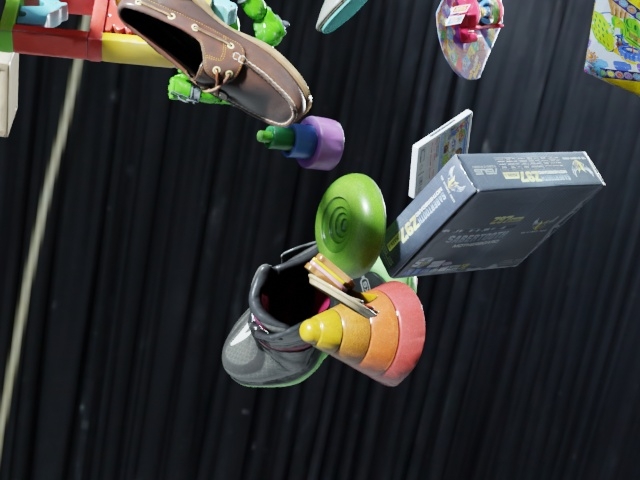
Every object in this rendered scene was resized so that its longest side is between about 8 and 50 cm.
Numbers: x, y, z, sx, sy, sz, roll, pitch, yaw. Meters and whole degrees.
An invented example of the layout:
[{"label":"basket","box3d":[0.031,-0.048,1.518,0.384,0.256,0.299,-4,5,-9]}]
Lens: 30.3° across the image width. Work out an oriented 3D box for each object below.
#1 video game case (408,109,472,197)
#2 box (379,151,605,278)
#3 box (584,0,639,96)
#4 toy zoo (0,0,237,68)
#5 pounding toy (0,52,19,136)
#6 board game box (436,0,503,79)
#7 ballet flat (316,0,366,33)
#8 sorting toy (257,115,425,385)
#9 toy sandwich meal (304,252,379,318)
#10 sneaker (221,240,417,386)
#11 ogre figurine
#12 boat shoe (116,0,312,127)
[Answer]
[{"label":"video game case","box3d":[0.167,-0.121,1.640,0.011,0.087,0.122,31,48,31]},{"label":"box","box3d":[0.206,-0.032,1.436,0.232,0.183,0.059,-5,58,-39]},{"label":"box","box3d":[0.444,-0.334,1.277,0.177,0.279,0.290,28,62,21]},{"label":"toy zoo","box3d":[-0.236,-0.259,1.260,0.293,0.030,0.192,5,44,-6]},{"label":"pounding toy","box3d":[-0.525,-0.268,1.676,0.181,0.206,0.094,8,39,-7]},{"label":"board game box","box3d":[0.211,-0.294,1.546,0.033,0.169,0.133,5,-32,38]},{"label":"ballet flat","box3d":[0.065,-0.390,1.716,0.068,0.213,0.072,54,13,11]},{"label":"sorting toy","box3d":[0.000,0.000,1.376,0.126,0.127,0.365,4,54,-33]},{"label":"toy sandwich meal","box3d":[0.023,0.045,1.137,0.085,0.029,0.085,31,-4,2]},{"label":"sneaker","box3d":[-0.045,0.099,1.884,0.202,0.483,0.185,9,59,-30]},{"label":"ogre figurine","box3d":[-0.122,-0.271,1.657,0.118,0.197,0.097,24,-10,-19]},{"label":"boat shoe","box3d":[-0.106,-0.175,1.148,0.207,0.073,0.073,36,44,-1]}]
